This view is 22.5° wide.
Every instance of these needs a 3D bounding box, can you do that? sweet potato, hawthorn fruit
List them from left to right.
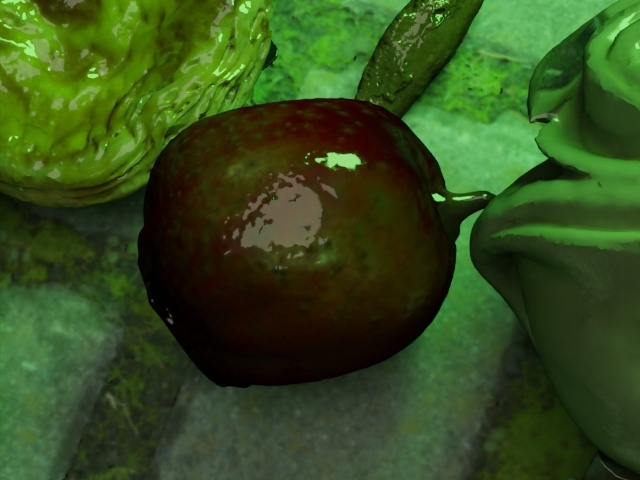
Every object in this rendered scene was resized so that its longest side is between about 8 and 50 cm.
[{"bbox_3d":[0.000,0.000,1.114,0.249,0.215,0.215,-7,75,7],"label":"hawthorn fruit"},{"bbox_3d":[0.065,-0.138,1.228,0.060,0.068,0.206,27,84,35],"label":"sweet potato"}]

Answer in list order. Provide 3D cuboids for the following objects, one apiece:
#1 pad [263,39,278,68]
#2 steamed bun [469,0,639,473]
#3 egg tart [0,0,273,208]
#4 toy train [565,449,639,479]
[{"bbox_3d":[-0.121,-0.172,1.279,0.112,0.003,0.157,-38,77,-6],"label":"pad"},{"bbox_3d":[0.259,-0.038,1.014,0.342,0.255,0.368,13,58,50],"label":"steamed bun"},{"bbox_3d":[-0.175,-0.159,1.217,0.294,0.116,0.295,-1,84,9],"label":"egg tart"},{"bbox_3d":[0.306,0.234,1.085,0.326,0.129,0.159,18,72,9],"label":"toy train"}]
